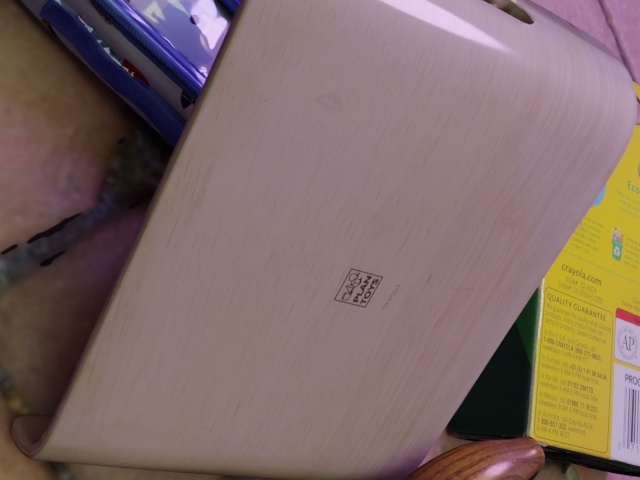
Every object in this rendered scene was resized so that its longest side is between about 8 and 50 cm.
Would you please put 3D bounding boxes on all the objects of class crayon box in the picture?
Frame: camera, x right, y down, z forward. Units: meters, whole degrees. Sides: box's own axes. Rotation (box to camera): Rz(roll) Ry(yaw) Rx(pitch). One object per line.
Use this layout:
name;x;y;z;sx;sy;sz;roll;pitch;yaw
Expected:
crayon box;0.220;0.019;0.654;0.202;0.081;0.318;21;71;-31

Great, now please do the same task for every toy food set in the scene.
toy food set;0.000;0.000;0.413;0.220;0.092;0.306;16;111;-32

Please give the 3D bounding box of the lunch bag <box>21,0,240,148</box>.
lunch bag;-0.032;-0.152;0.487;0.303;0.115;0.243;43;62;-20

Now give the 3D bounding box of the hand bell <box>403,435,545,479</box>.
hand bell;0.016;0.156;0.414;0.242;0.126;0.126;-17;92;-19
